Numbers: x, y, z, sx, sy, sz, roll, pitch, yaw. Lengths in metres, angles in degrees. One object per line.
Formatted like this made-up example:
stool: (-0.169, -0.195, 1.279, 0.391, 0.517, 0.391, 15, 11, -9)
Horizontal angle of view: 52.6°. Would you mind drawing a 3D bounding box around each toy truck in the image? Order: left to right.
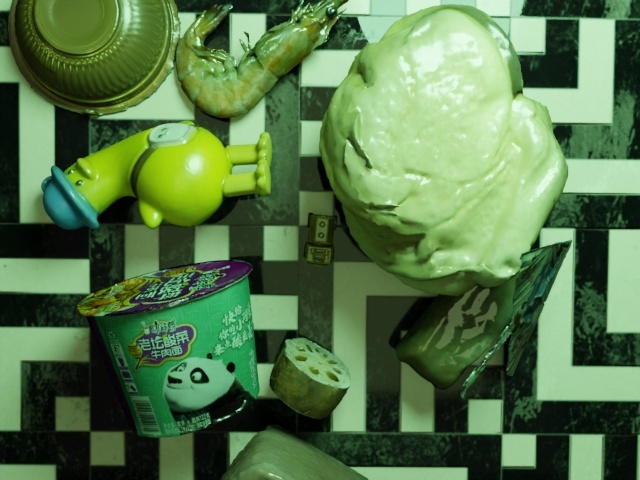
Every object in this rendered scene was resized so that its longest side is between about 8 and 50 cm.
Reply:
toy truck: (0.000, 0.000, 1.008, 0.049, 0.054, 0.083, 6, 93, -1)

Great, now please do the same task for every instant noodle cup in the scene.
instant noodle cup: (-0.353, -0.329, 0.976, 0.273, 0.091, 0.274, 0, 92, -1)
instant noodle cup: (-0.201, 0.152, 0.927, 0.251, 0.251, 0.190, -11, 100, 0)

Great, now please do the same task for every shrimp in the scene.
shrimp: (-0.097, -0.320, 0.999, 0.296, 0.058, 0.169, -39, 89, 4)

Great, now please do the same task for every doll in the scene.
doll: (-0.250, -0.098, 0.975, 0.362, 0.145, 0.200, -5, 52, 8)

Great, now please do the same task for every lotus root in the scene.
lotus root: (-0.019, 0.211, 0.986, 0.122, 0.112, 0.081, 33, 97, -3)

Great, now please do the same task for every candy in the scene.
candy: (0.224, 0.117, 0.991, 0.104, 0.102, 0.234, 39, 89, -1)

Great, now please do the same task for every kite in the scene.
kite: (0.286, 0.108, 0.920, 0.011, 0.335, 0.314, 28, 61, 31)

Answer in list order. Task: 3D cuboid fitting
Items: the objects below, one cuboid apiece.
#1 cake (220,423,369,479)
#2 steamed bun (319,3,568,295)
cake: (-0.034, 0.445, 0.936, 0.308, 0.230, 0.237, 33, 90, -1)
steamed bun: (0.164, -0.119, 0.918, 0.324, 0.230, 0.372, -35, 94, 0)
